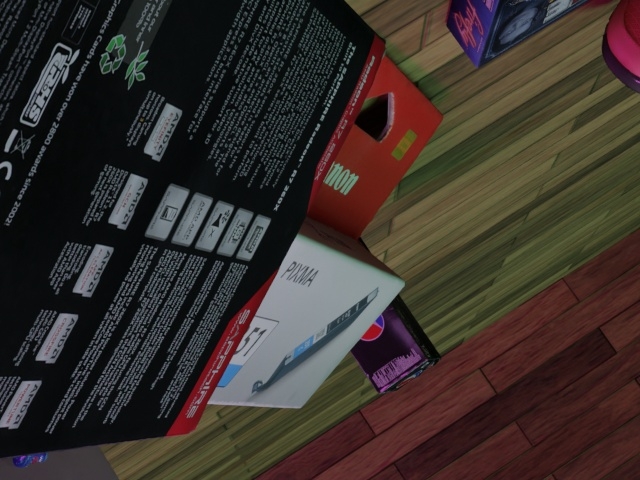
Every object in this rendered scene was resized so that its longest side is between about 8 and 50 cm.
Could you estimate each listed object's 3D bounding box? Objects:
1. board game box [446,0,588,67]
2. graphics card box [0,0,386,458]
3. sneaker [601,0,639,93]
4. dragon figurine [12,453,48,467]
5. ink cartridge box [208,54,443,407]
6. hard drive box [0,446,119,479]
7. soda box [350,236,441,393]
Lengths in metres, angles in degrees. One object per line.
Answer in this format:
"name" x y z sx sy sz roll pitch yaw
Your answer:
"board game box" 0.200 -0.219 0.892 0.243 0.042 0.165 -32 167 -8
"graphics card box" -0.098 -0.033 0.533 0.232 0.094 0.371 -63 165 3
"sneaker" 0.350 -0.234 1.123 0.314 0.116 0.136 -36 159 -24
"dragon figurine" -0.133 0.080 1.068 0.289 0.085 0.144 -37 167 18
"ink cartridge box" 0.000 0.000 0.968 0.261 0.066 0.296 -51 162 5
"hard drive box" -0.332 0.276 1.290 0.232 0.089 0.181 -42 165 30
"soda box" 0.031 0.047 1.162 0.053 0.169 0.060 -36 167 12
